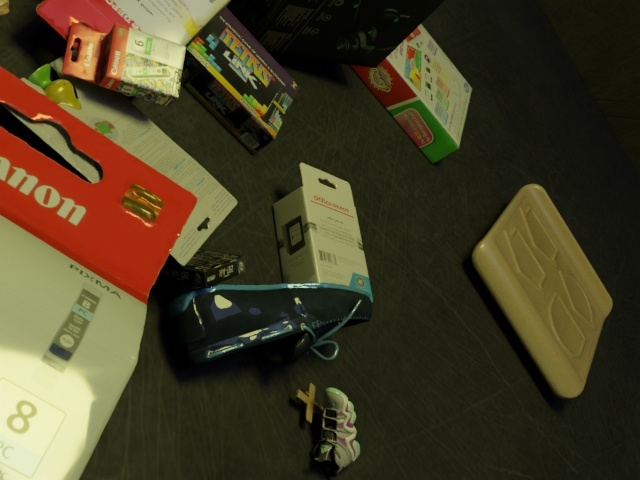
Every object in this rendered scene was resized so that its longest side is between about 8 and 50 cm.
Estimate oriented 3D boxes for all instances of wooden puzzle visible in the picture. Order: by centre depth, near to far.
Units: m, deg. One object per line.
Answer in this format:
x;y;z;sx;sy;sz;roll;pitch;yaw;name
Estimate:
0.415;0.088;1.459;0.322;0.080;0.348;57;39;-4;wooden puzzle

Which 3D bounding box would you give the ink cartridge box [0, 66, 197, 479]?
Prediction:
-0.265;-0.009;0.587;0.308;0.091;0.385;34;45;-16;ink cartridge box

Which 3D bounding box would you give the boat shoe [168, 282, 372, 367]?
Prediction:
-0.050;0.099;0.853;0.258;0.109;0.089;-1;72;-34;boat shoe

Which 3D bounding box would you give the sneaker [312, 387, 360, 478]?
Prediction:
0.011;0.220;0.859;0.069;0.038;0.098;-35;114;-49;sneaker

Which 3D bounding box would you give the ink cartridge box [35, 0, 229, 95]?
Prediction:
-0.205;-0.264;0.873;0.134;0.078;0.231;43;59;-14;ink cartridge box

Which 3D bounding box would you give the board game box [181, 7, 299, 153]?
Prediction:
-0.114;-0.221;1.029;0.170;0.048;0.141;44;39;-22;board game box

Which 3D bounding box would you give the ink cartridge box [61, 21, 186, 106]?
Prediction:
-0.200;-0.185;0.790;0.115;0.029;0.063;14;72;-28;ink cartridge box

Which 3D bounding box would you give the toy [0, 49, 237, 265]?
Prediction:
-0.210;-0.079;0.795;0.237;0.056;0.137;46;36;-11;toy

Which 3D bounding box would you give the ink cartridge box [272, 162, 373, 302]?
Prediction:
0.000;0.000;1.001;0.104;0.060;0.180;19;52;-43;ink cartridge box

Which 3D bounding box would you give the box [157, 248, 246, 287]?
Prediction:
-0.130;0.027;0.798;0.067;0.083;0.018;-23;116;-57;box

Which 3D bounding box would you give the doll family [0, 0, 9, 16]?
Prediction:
-0.352;-0.329;0.738;0.163;0.118;0.263;-3;68;-53;doll family

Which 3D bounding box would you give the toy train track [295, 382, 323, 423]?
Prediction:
-0.005;0.198;0.893;0.083;0.014;0.048;44;37;-34;toy train track

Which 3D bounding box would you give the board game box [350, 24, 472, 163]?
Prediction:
0.156;-0.331;1.438;0.316;0.064;0.242;47;37;-19;board game box

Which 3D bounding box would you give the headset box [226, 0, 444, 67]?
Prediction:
0.042;-0.381;1.115;0.283;0.246;0.131;-3;68;-35;headset box
